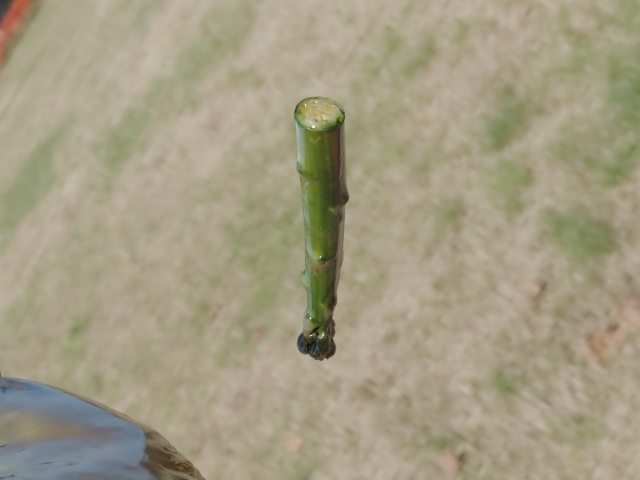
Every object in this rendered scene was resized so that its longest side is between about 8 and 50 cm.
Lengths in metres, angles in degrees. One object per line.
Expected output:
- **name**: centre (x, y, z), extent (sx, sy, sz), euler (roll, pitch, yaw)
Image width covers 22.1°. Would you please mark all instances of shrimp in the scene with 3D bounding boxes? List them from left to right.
- **shrimp**: centre (-0.106, 0.067, 0.411), extent (0.236, 0.133, 0.053), euler (16, 114, 63)

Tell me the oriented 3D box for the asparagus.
- **asparagus**: centre (0.000, 0.000, 0.522), extent (0.018, 0.015, 0.127), euler (-31, -31, -21)
